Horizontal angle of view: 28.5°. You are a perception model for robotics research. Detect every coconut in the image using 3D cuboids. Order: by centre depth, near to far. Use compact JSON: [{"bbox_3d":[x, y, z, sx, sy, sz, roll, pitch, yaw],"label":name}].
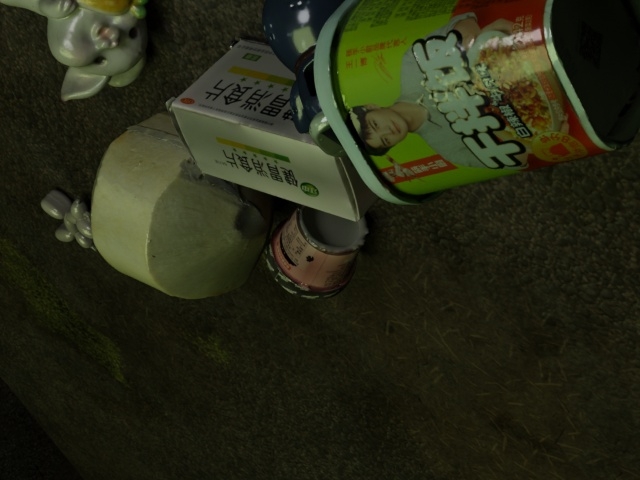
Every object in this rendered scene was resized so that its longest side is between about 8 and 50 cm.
[{"bbox_3d":[-0.220,-0.054,2.083,0.323,0.323,0.323,30,149,20],"label":"coconut"}]

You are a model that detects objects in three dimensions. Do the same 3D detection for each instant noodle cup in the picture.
[{"bbox_3d":[0.201,-0.197,1.432,0.308,0.294,0.294,-6,127,44],"label":"instant noodle cup"}]

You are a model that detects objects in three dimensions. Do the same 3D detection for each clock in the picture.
[{"bbox_3d":[0.021,-0.246,1.616,0.200,0.146,0.243,-30,67,24],"label":"clock"}]

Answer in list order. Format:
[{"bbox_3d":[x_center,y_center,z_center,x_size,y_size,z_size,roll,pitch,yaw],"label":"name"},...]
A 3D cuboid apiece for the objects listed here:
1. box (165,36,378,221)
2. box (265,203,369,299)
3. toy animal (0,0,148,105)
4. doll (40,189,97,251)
[{"bbox_3d":[-0.039,-0.168,1.822,0.333,0.173,0.145,18,143,36],"label":"box"},{"bbox_3d":[0.000,0.000,2.037,0.151,0.151,0.135,38,143,7],"label":"box"},{"bbox_3d":[-0.387,-0.366,1.988,0.310,0.183,0.247,46,156,-18],"label":"toy animal"},{"bbox_3d":[-0.522,-0.042,2.696,0.160,0.059,0.161,23,145,31],"label":"doll"}]
